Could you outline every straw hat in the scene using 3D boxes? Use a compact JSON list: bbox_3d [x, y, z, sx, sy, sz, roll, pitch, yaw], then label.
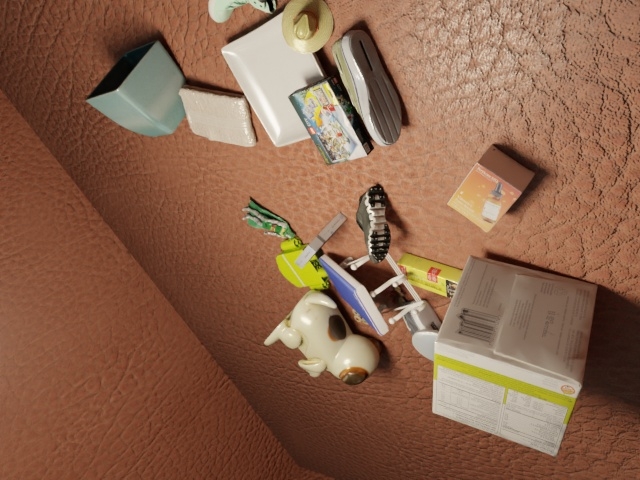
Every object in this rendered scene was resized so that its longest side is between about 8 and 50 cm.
[{"bbox_3d":[-0.040,-0.539,1.362,0.145,0.061,0.144,5,119,9],"label":"straw hat"}]

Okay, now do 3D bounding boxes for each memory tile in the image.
[{"bbox_3d":[0.166,0.277,2.109,0.113,0.012,0.147,14,135,36],"label":"memory tile"}]

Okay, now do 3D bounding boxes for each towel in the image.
[{"bbox_3d":[-0.353,-0.427,1.847,0.282,0.049,0.187,16,138,25],"label":"towel"}]

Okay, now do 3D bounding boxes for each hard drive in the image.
[{"bbox_3d":[0.111,0.184,1.896,0.210,0.040,0.319,59,171,-26],"label":"hard drive"}]

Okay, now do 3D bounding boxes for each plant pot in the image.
[{"bbox_3d":[-0.605,-0.501,1.892,0.248,0.247,0.252,3,146,44],"label":"plant pot"}]

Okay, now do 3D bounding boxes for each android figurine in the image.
[{"bbox_3d":[-0.069,0.100,2.127,0.273,0.056,0.248,-15,116,49],"label":"android figurine"}]

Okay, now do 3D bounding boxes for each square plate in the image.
[{"bbox_3d":[-0.100,-0.458,1.576,0.344,0.049,0.347,-4,124,48],"label":"square plate"}]

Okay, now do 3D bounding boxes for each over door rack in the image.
[{"bbox_3d":[0.187,0.159,1.810,0.239,0.108,0.324,55,157,-4],"label":"over door rack"}]

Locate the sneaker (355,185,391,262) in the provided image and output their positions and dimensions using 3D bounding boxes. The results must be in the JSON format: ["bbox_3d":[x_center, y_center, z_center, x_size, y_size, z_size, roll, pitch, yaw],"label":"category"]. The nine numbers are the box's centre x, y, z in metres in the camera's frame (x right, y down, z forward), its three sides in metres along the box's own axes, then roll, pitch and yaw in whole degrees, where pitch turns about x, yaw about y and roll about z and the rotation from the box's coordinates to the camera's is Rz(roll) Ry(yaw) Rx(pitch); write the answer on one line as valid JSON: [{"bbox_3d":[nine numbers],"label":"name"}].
[{"bbox_3d":[0.158,-0.046,1.663,0.106,0.078,0.234,168,98,-64],"label":"sneaker"}]

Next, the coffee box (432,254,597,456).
[{"bbox_3d":[0.515,0.301,1.453,0.339,0.337,0.334,14,136,25],"label":"coffee box"}]

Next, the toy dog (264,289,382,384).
[{"bbox_3d":[0.054,0.394,2.168,0.408,0.284,0.395,41,128,2],"label":"toy dog"}]

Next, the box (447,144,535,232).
[{"bbox_3d":[0.422,-0.127,1.348,0.130,0.091,0.170,37,146,11],"label":"box"}]

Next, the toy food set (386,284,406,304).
[{"bbox_3d":[0.268,0.189,1.908,0.078,0.019,0.122,21,147,31],"label":"toy food set"}]

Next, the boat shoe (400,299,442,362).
[{"bbox_3d":[0.373,0.339,1.879,0.102,0.108,0.301,-14,113,52],"label":"boat shoe"}]

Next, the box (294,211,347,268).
[{"bbox_3d":[0.000,0.000,1.833,0.038,0.186,0.145,41,146,1],"label":"box"}]

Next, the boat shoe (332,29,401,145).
[{"bbox_3d":[0.123,-0.388,1.393,0.094,0.109,0.302,12,127,60],"label":"boat shoe"}]

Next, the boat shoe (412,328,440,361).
[{"bbox_3d":[0.458,0.337,1.759,0.307,0.105,0.113,4,113,23],"label":"boat shoe"}]

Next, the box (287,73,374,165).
[{"bbox_3d":[0.029,-0.328,1.502,0.159,0.044,0.233,-6,124,46],"label":"box"}]

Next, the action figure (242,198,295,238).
[{"bbox_3d":[-0.196,-0.065,2.086,0.232,0.063,0.137,25,139,20],"label":"action figure"}]

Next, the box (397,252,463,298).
[{"bbox_3d":[0.358,0.115,1.698,0.232,0.058,0.087,20,141,33],"label":"box"}]

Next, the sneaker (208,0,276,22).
[{"bbox_3d":[-0.205,-0.639,1.455,0.151,0.094,0.256,45,147,-7],"label":"sneaker"}]
